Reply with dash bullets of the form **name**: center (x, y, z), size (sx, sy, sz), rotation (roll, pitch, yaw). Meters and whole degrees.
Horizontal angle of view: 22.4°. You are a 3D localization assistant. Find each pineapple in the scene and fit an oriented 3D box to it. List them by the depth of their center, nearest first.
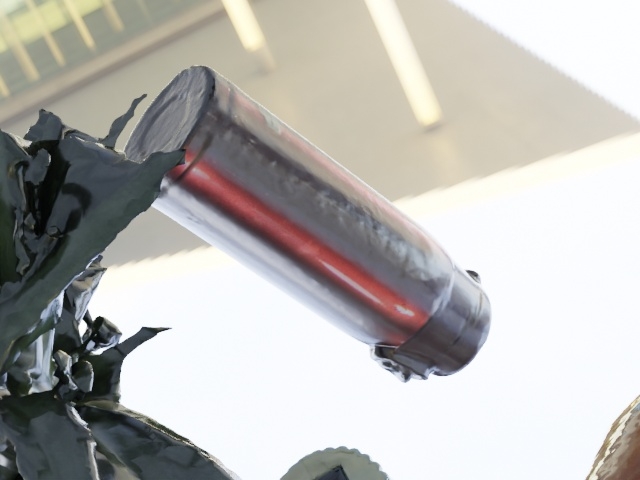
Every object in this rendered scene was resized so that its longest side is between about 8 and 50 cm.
- **pineapple**: center (-0.073, 0.108, 0.516), size (0.165, 0.365, 0.165), rotation (-19, 178, -1)

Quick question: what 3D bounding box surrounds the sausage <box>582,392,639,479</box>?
- **sausage**: center (0.224, 0.176, 0.950), size (0.268, 0.153, 0.141), rotation (-50, 174, -45)

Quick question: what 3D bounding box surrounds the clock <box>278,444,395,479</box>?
- **clock**: center (0.060, 0.230, 0.954), size (0.100, 0.195, 0.194), rotation (-33, -131, 5)

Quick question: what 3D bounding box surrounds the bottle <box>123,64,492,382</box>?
- **bottle**: center (0.000, 0.000, 0.638), size (0.060, 0.164, 0.060), rotation (-38, -148, 29)
